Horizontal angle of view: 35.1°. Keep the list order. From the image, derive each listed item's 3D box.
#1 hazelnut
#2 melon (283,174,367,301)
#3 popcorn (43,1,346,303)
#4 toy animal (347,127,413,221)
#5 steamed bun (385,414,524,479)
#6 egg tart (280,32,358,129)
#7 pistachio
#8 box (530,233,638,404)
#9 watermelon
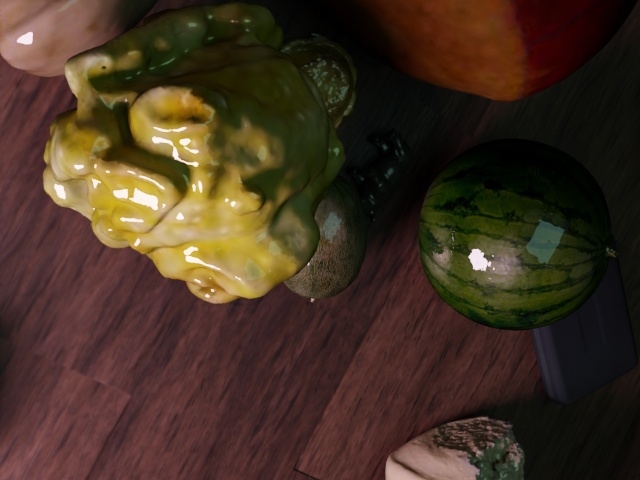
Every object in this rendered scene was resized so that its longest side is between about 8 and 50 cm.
[{"bbox_3d":[0.149,-0.359,1.098,0.429,0.402,0.402,29,87,-16],"label":"hazelnut"},{"bbox_3d":[0.000,0.000,1.221,0.114,0.114,0.167,-5,114,-25],"label":"melon"},{"bbox_3d":[-0.136,-0.095,1.051,0.312,0.312,0.312,-5,102,-25],"label":"popcorn"},{"bbox_3d":[0.067,-0.073,1.281,0.065,0.047,0.135,43,75,-34],"label":"toy animal"},{"bbox_3d":[0.197,0.376,1.360,0.200,0.170,0.225,-14,107,-28],"label":"steamed bun"},{"bbox_3d":[-0.006,-0.185,1.224,0.129,0.049,0.128,-5,103,-23],"label":"egg tart"},{"bbox_3d":[-0.246,-0.263,1.048,0.238,0.153,0.137,-52,130,-38],"label":"pistachio"},{"bbox_3d":[0.371,0.109,1.457,0.160,0.050,0.230,-24,109,-20],"label":"box"},{"bbox_3d":[0.243,-0.007,1.270,0.242,0.242,0.242,-5,102,-25],"label":"watermelon"}]
